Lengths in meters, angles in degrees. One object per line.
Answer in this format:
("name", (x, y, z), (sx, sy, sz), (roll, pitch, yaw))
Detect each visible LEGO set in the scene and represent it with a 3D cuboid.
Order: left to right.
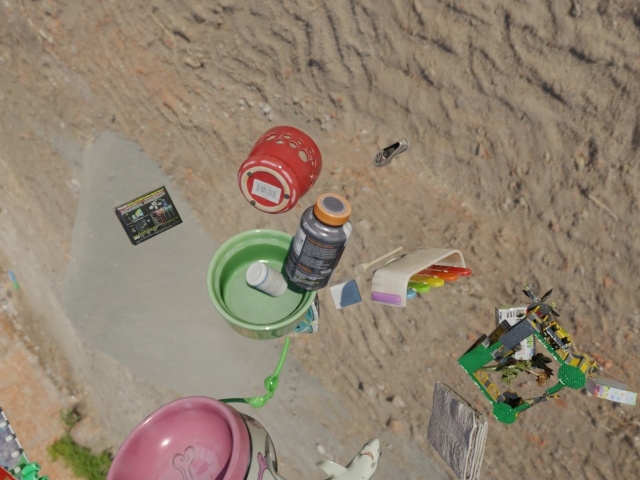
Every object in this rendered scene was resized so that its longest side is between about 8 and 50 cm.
("LEGO set", (0.530, 0.290, 1.378), (0.255, 0.192, 0.331), (45, 130, 18))

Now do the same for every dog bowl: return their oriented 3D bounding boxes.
("dog bowl", (-0.316, 0.550, 1.273), (0.408, 0.408, 0.150), (18, 145, 41))

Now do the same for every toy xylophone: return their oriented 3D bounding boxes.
("toy xylophone", (0.259, 0.087, 1.537), (0.236, 0.322, 0.081), (10, 114, 54))

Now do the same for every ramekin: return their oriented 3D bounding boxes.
("ramekin", (-0.160, 0.132, 1.525), (0.303, 0.303, 0.148), (43, 156, 18))

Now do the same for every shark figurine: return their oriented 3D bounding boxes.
("shark figurine", (0.009, 0.526, 1.190), (0.278, 0.116, 0.166), (-10, 79, 13))

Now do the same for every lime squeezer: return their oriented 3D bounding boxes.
("lime squeezer", (-0.173, 0.431, 1.631), (0.059, 0.310, 0.110), (35, -165, -44))

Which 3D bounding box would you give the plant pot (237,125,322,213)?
("plant pot", (-0.108, -0.178, 1.403), (0.191, 0.174, 0.191), (11, 127, 15))

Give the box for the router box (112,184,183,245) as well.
("router box", (-0.380, -0.056, 1.194), (0.038, 0.122, 0.092), (16, 131, 64))

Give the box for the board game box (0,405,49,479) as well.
("board game box", (-0.821, 0.463, 1.193), (0.050, 0.390, 0.390), (-31, 86, 10))

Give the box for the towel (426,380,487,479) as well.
("towel", (0.365, 0.519, 1.485), (0.282, 0.049, 0.187), (-159, 79, -78))

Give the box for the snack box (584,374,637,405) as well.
("snack box", (0.765, 0.394, 1.443), (0.100, 0.141, 0.037), (9, 91, 14))

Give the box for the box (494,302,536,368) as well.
("box", (0.608, 0.304, 1.688), (0.036, 0.114, 0.207), (-101, 5, -80))

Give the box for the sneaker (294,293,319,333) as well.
("sneaker", (-0.058, 0.254, 1.941), (0.275, 0.110, 0.107), (92, 174, -48))

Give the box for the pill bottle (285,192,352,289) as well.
("pill bottle", (0.000, 0.000, 1.345), (0.130, 0.130, 0.246), (41, 135, 20))

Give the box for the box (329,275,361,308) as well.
("box", (0.091, 0.190, 2.000), (0.101, 0.102, 0.087), (-85, -22, -84))

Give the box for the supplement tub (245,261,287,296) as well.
("supplement tub", (-0.149, 0.108, 1.500), (0.071, 0.071, 0.107), (16, 165, 42))

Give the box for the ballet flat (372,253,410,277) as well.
("ballet flat", (0.229, 0.115, 1.739), (0.096, 0.280, 0.095), (17, 118, 34))

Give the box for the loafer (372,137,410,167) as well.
("loafer", (0.181, -0.236, 1.450), (0.125, 0.039, 0.045), (-31, 76, 42))

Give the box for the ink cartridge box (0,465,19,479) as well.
("ink cartridge box", (-0.328, 0.215, 0.473), (0.145, 0.045, 0.179), (41, 135, -2))
